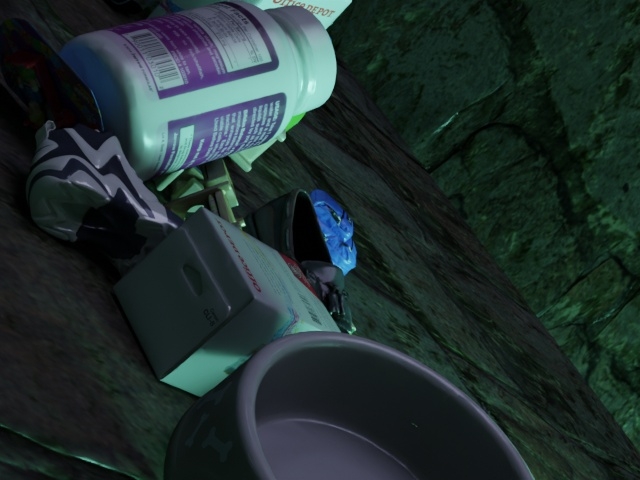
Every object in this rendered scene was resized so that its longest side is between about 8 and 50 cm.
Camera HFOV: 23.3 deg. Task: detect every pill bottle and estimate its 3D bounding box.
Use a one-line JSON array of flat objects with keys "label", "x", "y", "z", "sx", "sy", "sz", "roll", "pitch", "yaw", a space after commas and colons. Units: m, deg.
[{"label": "pill bottle", "x": -0.133, "y": -0.173, "z": 1.722, "sx": 0.301, "sy": 0.169, "sz": 0.169, "roll": -20, "pitch": 63, "yaw": -38}]

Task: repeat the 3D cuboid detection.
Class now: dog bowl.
[{"label": "dog bowl", "x": 0.044, "y": 0.219, "z": 1.320, "sx": 0.349, "sy": 0.102, "sz": 0.349, "roll": 25, "pitch": 31, "yaw": -17}]

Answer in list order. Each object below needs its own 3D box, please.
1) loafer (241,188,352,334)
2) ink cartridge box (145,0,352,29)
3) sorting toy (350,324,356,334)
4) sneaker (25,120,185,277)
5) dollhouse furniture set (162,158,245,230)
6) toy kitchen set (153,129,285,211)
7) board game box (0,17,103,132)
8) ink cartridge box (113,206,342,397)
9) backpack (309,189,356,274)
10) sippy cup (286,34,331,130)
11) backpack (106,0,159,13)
[{"label": "loafer", "x": -0.018, "y": 0.039, "z": 1.956, "sx": 0.109, "sy": 0.095, "sz": 0.302, "roll": 38, "pitch": 15, "yaw": -39}, {"label": "ink cartridge box", "x": -0.121, "y": -0.277, "z": 2.079, "sx": 0.117, "sy": 0.278, "sz": 0.201, "roll": 53, "pitch": 23, "yaw": 18}, {"label": "sorting toy", "x": 0.029, "y": 0.103, "z": 2.123, "sx": 0.062, "sy": 0.012, "sz": 0.083, "roll": 32, "pitch": 19, "yaw": -54}, {"label": "sneaker", "x": -0.201, "y": -0.042, "z": 1.562, "sx": 0.235, "sy": 0.094, "sz": 0.153, "roll": 27, "pitch": 31, "yaw": -36}, {"label": "dollhouse furniture set", "x": -0.122, "y": 0.025, "z": 1.729, "sx": 0.182, "sy": 0.101, "sz": 0.161, "roll": -110, "pitch": 180, "yaw": -62}, {"label": "toy kitchen set", "x": -0.170, "y": -0.163, "z": 1.882, "sx": 0.207, "sy": 0.166, "sz": 0.122, "roll": 43, "pitch": 13, "yaw": -24}, {"label": "board game box", "x": -0.293, "y": -0.150, "z": 1.615, "sx": 0.168, "sy": 0.033, "sz": 0.133, "roll": 47, "pitch": -31, "yaw": 7}, {"label": "ink cartridge box", "x": -0.087, "y": 0.074, "z": 1.515, "sx": 0.176, "sy": 0.127, "sz": 0.128, "roll": 33, "pitch": 20, "yaw": -52}, {"label": "backpack", "x": 0.000, "y": 0.000, "z": 2.145, "sx": 0.120, "sy": 0.101, "sz": 0.098, "roll": 49, "pitch": 18, "yaw": -14}, {"label": "sippy cup", "x": -0.116, "y": -0.286, "z": 2.335, "sx": 0.305, "sy": 0.224, "sz": 0.240, "roll": 49, "pitch": 11, "yaw": 7}, {"label": "backpack", "x": -0.276, "y": -0.463, "z": 2.412, "sx": 0.166, "sy": 0.188, "sz": 0.144, "roll": 50, "pitch": 12, "yaw": 11}]
